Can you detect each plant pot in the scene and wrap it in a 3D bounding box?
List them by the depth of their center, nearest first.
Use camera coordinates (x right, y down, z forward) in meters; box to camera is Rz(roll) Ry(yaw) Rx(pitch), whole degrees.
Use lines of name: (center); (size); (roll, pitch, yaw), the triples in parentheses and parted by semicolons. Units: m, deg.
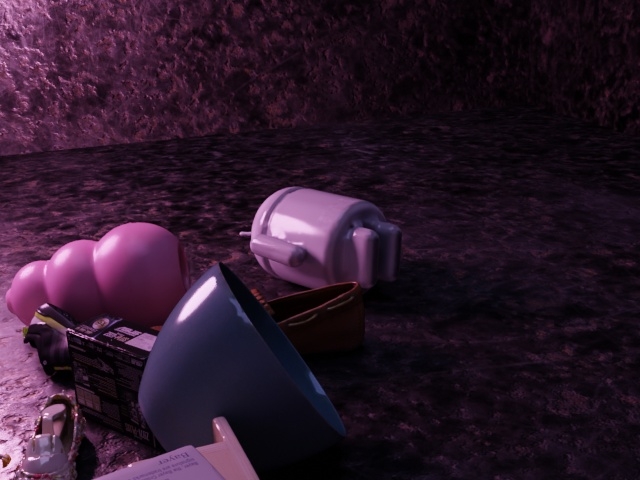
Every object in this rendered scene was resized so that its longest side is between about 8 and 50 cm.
plant pot: (-0.127, 0.202, 1.199); (0.195, 0.290, 0.290); (-37, 22, 0)

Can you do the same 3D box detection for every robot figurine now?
robot figurine: (0.000, 0.000, 1.822); (0.353, 0.200, 0.300); (14, 15, 40)

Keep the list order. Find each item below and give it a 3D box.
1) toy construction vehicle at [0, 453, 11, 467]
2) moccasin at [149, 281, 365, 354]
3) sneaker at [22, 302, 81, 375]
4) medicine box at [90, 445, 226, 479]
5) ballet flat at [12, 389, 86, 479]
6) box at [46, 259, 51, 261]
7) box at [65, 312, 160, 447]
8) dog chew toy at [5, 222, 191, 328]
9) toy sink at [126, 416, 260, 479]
toy construction vehicle: (-0.482, 0.315, 1.204); (0.098, 0.035, 0.086); (1, 19, 10)
moccasin: (-0.106, 0.137, 1.510); (0.380, 0.147, 0.139); (-6, 19, -10)
sneaker: (-0.419, 0.198, 1.510); (0.234, 0.097, 0.084); (31, -6, 32)
medicine box: (-0.095, 0.353, 0.689); (0.149, 0.263, 0.289); (-14, 21, -29)
ballet flat: (-0.374, 0.285, 1.217); (0.091, 0.077, 0.241); (-5, 19, -9)
box: (-0.526, 0.080, 1.903); (0.207, 0.036, 0.114); (13, 24, 38)
box: (-0.287, 0.205, 1.331); (0.180, 0.147, 0.077); (11, 23, 37)
dog chew toy: (-0.414, 0.084, 1.650); (0.331, 0.207, 0.206); (-11, 19, -1)
toy sink: (-0.133, 0.319, 0.970); (0.131, 0.153, 0.234); (-9, 21, -18)
